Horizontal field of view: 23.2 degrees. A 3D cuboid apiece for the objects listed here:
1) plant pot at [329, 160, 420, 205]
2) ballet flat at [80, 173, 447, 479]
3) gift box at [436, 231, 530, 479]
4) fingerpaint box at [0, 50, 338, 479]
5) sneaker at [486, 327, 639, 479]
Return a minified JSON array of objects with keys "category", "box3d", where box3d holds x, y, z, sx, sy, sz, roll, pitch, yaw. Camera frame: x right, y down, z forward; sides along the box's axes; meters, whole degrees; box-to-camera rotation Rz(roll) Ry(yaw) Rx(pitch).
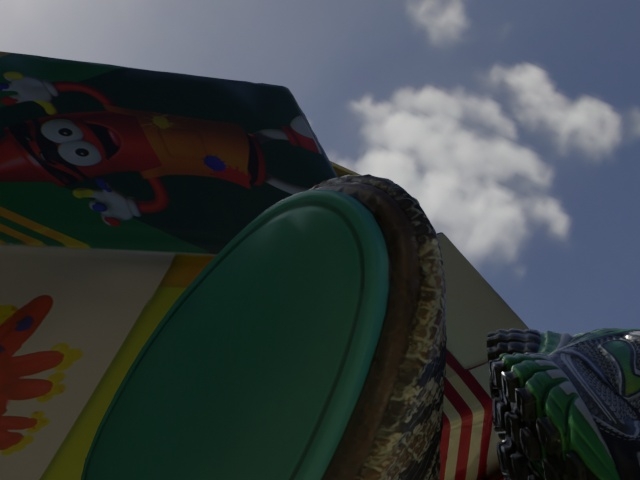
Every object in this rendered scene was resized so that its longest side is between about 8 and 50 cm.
[{"category":"plant pot","box3d":[0.000,0.000,1.213,0.109,0.109,0.096,23,-5,-7]},{"category":"ballet flat","box3d":[-0.066,0.182,0.716,0.182,0.483,0.164,25,20,-39]},{"category":"gift box","box3d":[0.092,0.187,1.479,0.258,0.255,0.276,51,-24,43]},{"category":"fingerpaint box","box3d":[-0.237,0.103,0.898,0.371,0.163,0.445,3,-46,-33]},{"category":"sneaker","box3d":[0.164,0.101,0.809,0.146,0.134,0.343,-10,9,7]}]
